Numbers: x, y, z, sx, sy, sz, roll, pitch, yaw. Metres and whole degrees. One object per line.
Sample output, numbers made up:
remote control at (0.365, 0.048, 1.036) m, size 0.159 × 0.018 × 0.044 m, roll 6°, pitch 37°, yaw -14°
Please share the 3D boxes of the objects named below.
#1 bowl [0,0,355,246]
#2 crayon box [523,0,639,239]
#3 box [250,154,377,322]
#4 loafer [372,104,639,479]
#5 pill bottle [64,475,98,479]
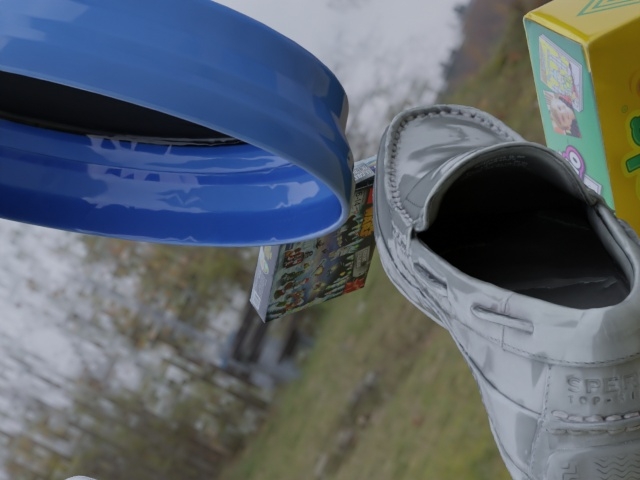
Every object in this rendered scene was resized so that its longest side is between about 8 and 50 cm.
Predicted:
bowl at (-0.169, -0.082, 1.078) m, size 0.391 × 0.391 × 0.077 m, roll 93°, pitch -174°, yaw -78°
crayon box at (0.358, -0.086, 1.568) m, size 0.313 × 0.106 × 0.363 m, roll -28°, pitch -58°, yaw -20°
box at (0.000, 0.000, 1.361) m, size 0.094 × 0.027 × 0.137 m, roll -20°, pitch -33°, yaw -24°
loafer at (0.091, -0.001, 0.820) m, size 0.319 × 0.112 × 0.111 m, roll -119°, pitch 18°, yaw -60°
pill bottle at (-0.068, 0.152, 0.792) m, size 0.067 × 0.120 × 0.067 m, roll -33°, pitch 45°, yaw 40°
